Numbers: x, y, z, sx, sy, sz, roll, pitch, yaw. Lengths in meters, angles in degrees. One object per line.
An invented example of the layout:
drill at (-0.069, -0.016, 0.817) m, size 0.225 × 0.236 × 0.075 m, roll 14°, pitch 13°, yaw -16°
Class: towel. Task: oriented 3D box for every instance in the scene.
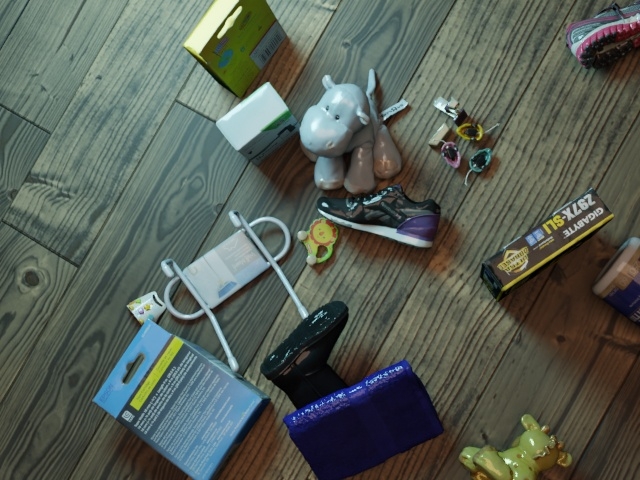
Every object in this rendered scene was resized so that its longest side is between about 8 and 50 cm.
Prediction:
towel at (0.097, 0.399, 1.808) m, size 0.308 × 0.076 × 0.227 m, roll -26°, pitch 118°, yaw 3°

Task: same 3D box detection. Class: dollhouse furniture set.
dollhouse furniture set at (0.268, -0.283, 1.906) m, size 0.081 × 0.091 × 0.114 m, roll 39°, pitch 94°, yaw 27°

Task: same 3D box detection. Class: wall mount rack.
wall mount rack at (-0.196, 0.112, 1.906) m, size 0.350 × 0.130 × 0.304 m, roll -36°, pitch 93°, yaw 5°

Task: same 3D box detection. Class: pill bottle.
pill bottle at (0.728, 0.126, 1.737) m, size 0.265 × 0.153 × 0.153 m, roll 37°, pitch 90°, yaw 11°

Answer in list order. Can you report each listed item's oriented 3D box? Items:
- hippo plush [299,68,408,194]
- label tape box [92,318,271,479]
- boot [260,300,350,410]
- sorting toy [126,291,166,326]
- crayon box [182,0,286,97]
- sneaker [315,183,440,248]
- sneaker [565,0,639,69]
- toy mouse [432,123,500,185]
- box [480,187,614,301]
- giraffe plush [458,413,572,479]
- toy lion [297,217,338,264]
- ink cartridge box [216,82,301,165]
hippo plush at (0.080, -0.243, 1.845) m, size 0.294 × 0.236 × 0.234 m, roll -44°, pitch 78°, yaw 2°
label tape box at (-0.320, 0.371, 1.905) m, size 0.334 × 0.106 × 0.240 m, roll 34°, pitch 89°, yaw 12°
boot at (0.013, 0.280, 1.837) m, size 0.246 × 0.094 × 0.207 m, roll -43°, pitch 115°, yaw -5°
sorting toy at (-0.418, 0.164, 1.985) m, size 0.075 × 0.045 × 0.083 m, roll -38°, pitch 78°, yaw -16°
crayon box at (-0.196, -0.470, 1.876) m, size 0.081 × 0.318 × 0.202 m, roll 37°, pitch 90°, yaw 12°
sneaker at (0.135, -0.080, 1.875) m, size 0.283 × 0.107 × 0.124 m, roll 15°, pitch 104°, yaw 2°
sneaker at (0.702, -0.495, 1.840) m, size 0.299 × 0.121 × 0.112 m, roll -19°, pitch 50°, yaw -1°
toy mouse at (0.335, -0.197, 1.892) m, size 0.161 × 0.031 × 0.143 m, roll -1°, pitch 89°, yaw -7°
box at (0.459, 0.020, 1.709) m, size 0.257 × 0.322 × 0.079 m, roll -33°, pitch 78°, yaw 4°
giraffe plush at (0.430, 0.470, 1.749) m, size 0.170 × 0.210 × 0.181 m, roll -43°, pitch 110°, yaw -21°
toy lion at (0.000, 0.000, 1.937) m, size 0.096 × 0.034 × 0.100 m, roll -20°, pitch 81°, yaw -1°
ink cartridge box at (-0.137, -0.265, 1.900) m, size 0.153 × 0.208 × 0.087 m, roll -39°, pitch 82°, yaw 4°
